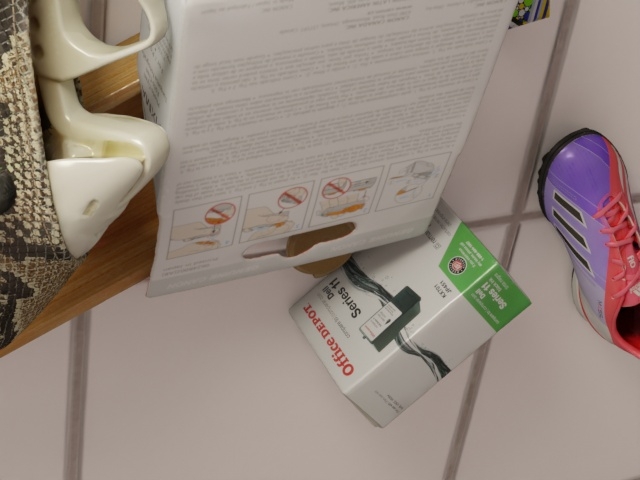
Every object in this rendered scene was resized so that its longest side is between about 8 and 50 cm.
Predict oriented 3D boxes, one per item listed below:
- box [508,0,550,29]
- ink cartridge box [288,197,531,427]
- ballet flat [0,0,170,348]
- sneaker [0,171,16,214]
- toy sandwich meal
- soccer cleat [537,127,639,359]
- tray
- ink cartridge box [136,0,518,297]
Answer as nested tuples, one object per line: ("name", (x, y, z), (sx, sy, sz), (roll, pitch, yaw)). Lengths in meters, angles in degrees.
("box", (0.179, -0.284, 1.344), (0.059, 0.054, 0.169), (-19, 132, -15))
("ink cartridge box", (0.089, 0.070, 1.504), (0.208, 0.153, 0.087), (-41, 133, 4))
("ballet flat", (-0.205, -0.136, 1.088), (0.182, 0.164, 0.483), (0, 110, 5))
("sneaker", (-0.404, -0.105, 0.989), (0.410, 0.158, 0.182), (14, 106, 6))
("toy sandwich meal", (0.000, 0.000, 1.485), (0.085, 0.029, 0.085), (-12, 126, -17))
("soccer cleat", (0.327, 0.007, 1.614), (0.108, 0.116, 0.318), (-29, 134, -6))
("tray", (-0.189, -0.060, 1.298), (0.411, 0.076, 0.203), (-28, 134, -6))
("ink cartridge box", (-0.008, -0.120, 1.271), (0.308, 0.091, 0.385), (-13, 147, -22))
